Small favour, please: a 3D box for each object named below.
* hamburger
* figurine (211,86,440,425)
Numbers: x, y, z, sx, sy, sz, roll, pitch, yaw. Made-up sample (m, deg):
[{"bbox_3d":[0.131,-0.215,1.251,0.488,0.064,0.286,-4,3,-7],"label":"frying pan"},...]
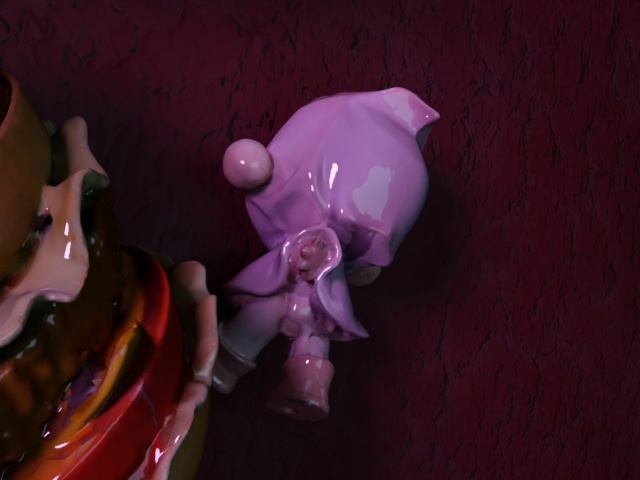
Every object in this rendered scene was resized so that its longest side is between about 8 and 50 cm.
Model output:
[{"bbox_3d":[-0.175,0.077,0.401,0.274,0.274,0.212,-53,128,-30],"label":"hamburger"},{"bbox_3d":[0.000,-0.001,0.676,0.200,0.133,0.275,40,65,-43],"label":"figurine"}]
